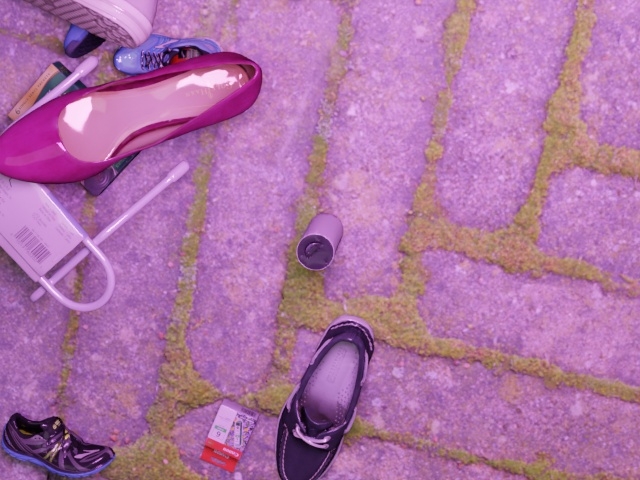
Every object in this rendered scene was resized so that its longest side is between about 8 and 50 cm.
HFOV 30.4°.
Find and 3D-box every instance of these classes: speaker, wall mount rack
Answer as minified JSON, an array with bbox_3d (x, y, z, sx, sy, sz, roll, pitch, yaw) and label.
[{"bbox_3d":[0.000,0.000,1.717,0.055,0.136,0.055,2,104,6],"label":"speaker"},{"bbox_3d":[-0.381,-0.083,1.715,0.304,0.130,0.350,-38,98,21],"label":"wall mount rack"}]

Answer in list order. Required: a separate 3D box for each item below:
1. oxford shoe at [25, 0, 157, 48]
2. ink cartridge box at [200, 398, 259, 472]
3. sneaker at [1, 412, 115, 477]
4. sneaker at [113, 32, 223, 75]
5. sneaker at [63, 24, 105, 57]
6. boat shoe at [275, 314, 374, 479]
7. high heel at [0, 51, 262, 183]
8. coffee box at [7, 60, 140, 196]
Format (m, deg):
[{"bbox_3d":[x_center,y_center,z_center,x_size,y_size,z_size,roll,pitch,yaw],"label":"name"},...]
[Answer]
[{"bbox_3d":[-0.397,-0.409,1.620,0.449,0.169,0.130,28,80,16],"label":"oxford shoe"},{"bbox_3d":[-0.148,0.316,1.873,0.062,0.029,0.115,24,106,0],"label":"ink cartridge box"},{"bbox_3d":[-0.422,0.326,1.891,0.188,0.067,0.078,15,112,6],"label":"sneaker"},{"bbox_3d":[-0.225,-0.269,1.709,0.162,0.073,0.063,-4,104,8],"label":"sneaker"},{"bbox_3d":[-0.314,-0.360,1.705,0.082,0.069,0.209,43,105,7],"label":"sneaker"},{"bbox_3d":[-0.003,0.260,1.808,0.114,0.091,0.303,17,106,3],"label":"boat shoe"},{"bbox_3d":[-0.265,-0.178,1.606,0.377,0.181,0.127,-24,90,-18],"label":"high heel"},{"bbox_3d":[-0.366,-0.167,1.770,0.184,0.040,0.113,45,106,-5],"label":"coffee box"}]
